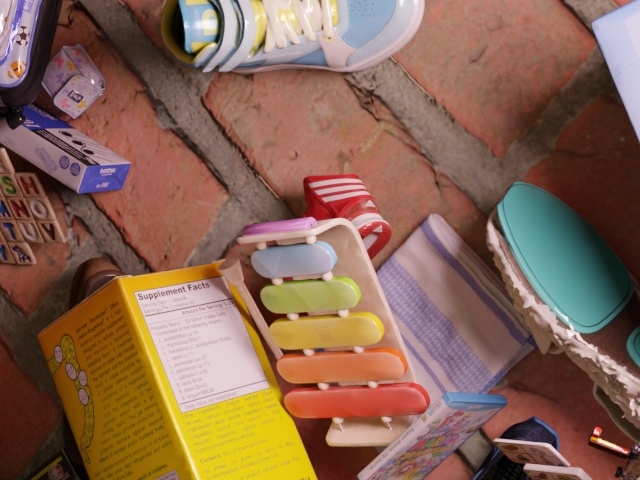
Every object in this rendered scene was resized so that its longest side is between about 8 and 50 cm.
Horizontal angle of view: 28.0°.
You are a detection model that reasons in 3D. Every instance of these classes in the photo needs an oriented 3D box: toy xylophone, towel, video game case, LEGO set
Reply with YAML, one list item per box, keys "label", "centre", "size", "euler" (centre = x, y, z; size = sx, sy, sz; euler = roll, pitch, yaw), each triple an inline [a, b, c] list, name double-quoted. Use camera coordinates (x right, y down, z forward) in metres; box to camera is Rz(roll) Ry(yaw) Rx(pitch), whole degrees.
- label: "toy xylophone"
  centre: [-0.005, 0.108, 1.548]
  size: [0.236, 0.081, 0.322]
  euler: [-16, 111, 38]
- label: "towel"
  centre: [0.119, 0.130, 1.584]
  size: [0.209, 0.034, 0.285]
  euler: [50, 117, 18]
- label: "video game case"
  centre: [0.134, 0.238, 1.536]
  size: [0.166, 0.119, 0.015]
  euler: [-48, 55, 26]
- label: "LEGO set"
  centre: [0.333, 0.250, 1.382]
  size: [0.244, 0.182, 0.060]
  euler: [-4, 52, 47]

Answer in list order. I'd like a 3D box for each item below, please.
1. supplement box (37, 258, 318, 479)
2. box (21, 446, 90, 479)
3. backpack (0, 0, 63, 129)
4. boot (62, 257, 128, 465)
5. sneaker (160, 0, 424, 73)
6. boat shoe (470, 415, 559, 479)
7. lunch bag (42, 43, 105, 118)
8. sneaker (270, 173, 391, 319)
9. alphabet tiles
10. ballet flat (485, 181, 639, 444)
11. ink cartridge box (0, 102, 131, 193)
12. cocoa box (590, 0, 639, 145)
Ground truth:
- label: "supplement box"
  centre: [-0.175, 0.230, 1.615]
  size: [0.195, 0.194, 0.356]
  euler: [-32, 75, 38]
- label: "box"
  centre: [-0.396, 0.457, 1.916]
  size: [0.270, 0.060, 0.216]
  euler: [-39, 75, 28]
- label: "backpack"
  centre: [-0.496, -0.321, 1.724]
  size: [0.263, 0.213, 0.276]
  euler: [11, 75, 4]
- label: "boot"
  centre: [-0.318, 0.171, 1.835]
  size: [0.115, 0.112, 0.305]
  euler: [36, 122, 56]
- label: "sneaker"
  centre: [-0.050, -0.261, 1.541]
  size: [0.319, 0.208, 0.127]
  euler: [-8, 90, 31]
- label: "boat shoe"
  centre: [0.190, 0.322, 1.528]
  size: [0.109, 0.089, 0.258]
  euler: [26, 108, 26]
- label: "lunch bag"
  centre: [-0.351, -0.225, 1.818]
  size: [0.071, 0.053, 0.083]
  euler: [-37, 86, 30]
- label: "sneaker"
  centre: [0.000, 0.000, 1.632]
  size: [0.221, 0.087, 0.128]
  euler: [-43, 51, 33]
- label: "alphabet tiles"
  centre: [-0.485, -0.048, 1.889]
  size: [0.237, 0.009, 0.198]
  euler: [1, 124, 32]
- label: "ballet flat"
  centre: [0.313, 0.119, 1.414]
  size: [0.409, 0.147, 0.147]
  euler: [48, 116, 18]
- label: "ink cartridge box"
  centre: [-0.378, -0.134, 1.817]
  size: [0.207, 0.097, 0.046]
  euler: [30, 110, 25]
- label: "cocoa box"
  centre: [0.455, -0.102, 1.240]
  size: [0.231, 0.228, 0.347]
  euler: [-24, 83, 31]
